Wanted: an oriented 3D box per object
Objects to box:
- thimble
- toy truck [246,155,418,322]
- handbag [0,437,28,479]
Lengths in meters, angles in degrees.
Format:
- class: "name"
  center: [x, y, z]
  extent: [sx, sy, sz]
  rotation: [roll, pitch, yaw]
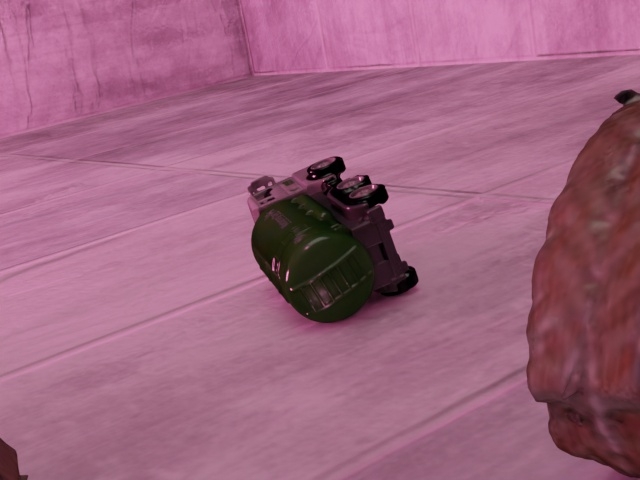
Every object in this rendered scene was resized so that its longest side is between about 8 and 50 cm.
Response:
- class: "thimble"
  center: [0.216, 0.026, 0.540]
  extent: [0.148, 0.196, 0.229]
  rotation: [0, 47, 44]
- class: "toy truck"
  center: [0.000, 0.000, 0.977]
  extent: [0.125, 0.101, 0.242]
  rotation: [-25, 19, -7]
- class: "handbag"
  center: [-0.266, 0.115, 0.538]
  extent: [0.270, 0.117, 0.182]
  rotation: [31, -1, -25]
